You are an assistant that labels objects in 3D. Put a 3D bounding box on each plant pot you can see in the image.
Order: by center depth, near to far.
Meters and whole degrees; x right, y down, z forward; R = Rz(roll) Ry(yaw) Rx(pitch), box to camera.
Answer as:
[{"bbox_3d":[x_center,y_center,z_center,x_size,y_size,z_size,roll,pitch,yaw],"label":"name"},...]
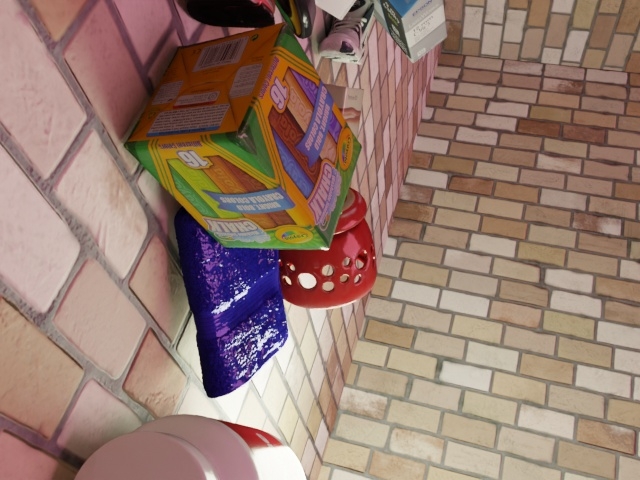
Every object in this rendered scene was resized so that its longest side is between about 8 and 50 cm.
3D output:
[{"bbox_3d":[0.000,0.000,1.130,0.191,0.191,0.174,-58,146,-54],"label":"plant pot"}]

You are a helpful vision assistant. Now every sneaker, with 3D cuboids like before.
[{"bbox_3d":[-0.119,-0.355,0.757,0.314,0.116,0.136,21,77,-76],"label":"sneaker"},{"bbox_3d":[0.059,-0.472,1.383,0.235,0.094,0.152,-30,128,-71],"label":"sneaker"}]

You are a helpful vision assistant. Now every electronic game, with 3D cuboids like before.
[{"bbox_3d":[-0.067,-0.378,0.844,0.229,0.048,0.229,63,-1,1],"label":"electronic game"}]

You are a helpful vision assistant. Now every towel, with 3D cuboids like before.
[{"bbox_3d":[-0.124,0.065,0.999,0.227,0.076,0.308,-47,134,-59],"label":"towel"}]

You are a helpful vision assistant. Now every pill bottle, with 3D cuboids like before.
[{"bbox_3d":[-0.164,0.363,0.875,0.407,0.229,0.228,61,42,-68],"label":"pill bottle"}]

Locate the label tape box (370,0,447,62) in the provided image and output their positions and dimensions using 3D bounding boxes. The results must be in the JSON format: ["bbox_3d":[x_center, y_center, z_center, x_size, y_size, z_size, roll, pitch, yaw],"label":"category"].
[{"bbox_3d":[0.149,-0.565,1.356,0.115,0.249,0.348,-37,166,9],"label":"label tape box"}]

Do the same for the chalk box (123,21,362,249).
[{"bbox_3d":[-0.072,-0.101,0.831,0.289,0.180,0.179,52,47,-45],"label":"chalk box"}]

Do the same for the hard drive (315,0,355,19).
[{"bbox_3d":[0.055,-0.513,0.978,0.203,0.040,0.307,11,127,-48],"label":"hard drive"}]

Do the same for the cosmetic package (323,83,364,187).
[{"bbox_3d":[-0.005,-0.168,1.286,0.153,0.129,0.296,-35,133,-68],"label":"cosmetic package"}]
